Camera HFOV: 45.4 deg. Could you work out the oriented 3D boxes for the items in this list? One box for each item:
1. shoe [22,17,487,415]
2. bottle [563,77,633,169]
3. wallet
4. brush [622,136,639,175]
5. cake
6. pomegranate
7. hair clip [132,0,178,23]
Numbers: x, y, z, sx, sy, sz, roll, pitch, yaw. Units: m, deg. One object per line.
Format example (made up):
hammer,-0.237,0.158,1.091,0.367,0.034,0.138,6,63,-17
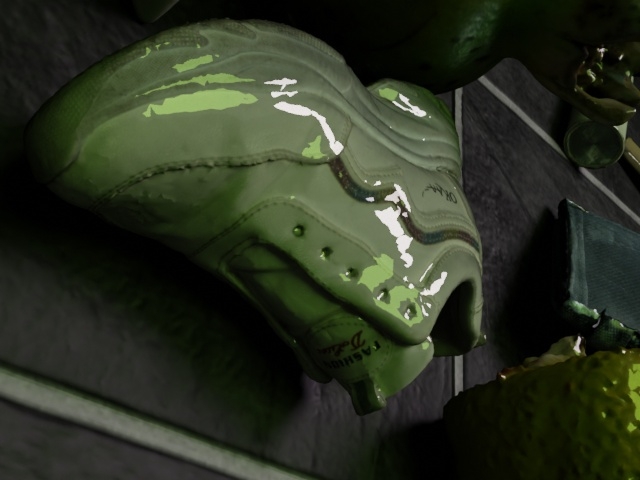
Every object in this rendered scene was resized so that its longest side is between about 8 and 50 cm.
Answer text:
shoe,0.000,0.000,0.462,0.341,0.132,0.211,2,66,-50
bottle,0.362,-0.176,0.988,0.072,0.072,0.202,48,42,-18
wallet,0.381,0.095,0.752,0.342,0.075,0.237,27,28,1
brush,0.520,-0.036,1.107,0.282,0.048,0.054,43,41,-12
cake,0.211,0.161,0.568,0.260,0.179,0.156,15,60,-45
pomegranate,0.120,-0.219,0.577,0.242,0.305,0.243,12,90,-73
hair clip,-0.070,-0.281,0.427,0.172,0.282,0.113,38,2,-28
